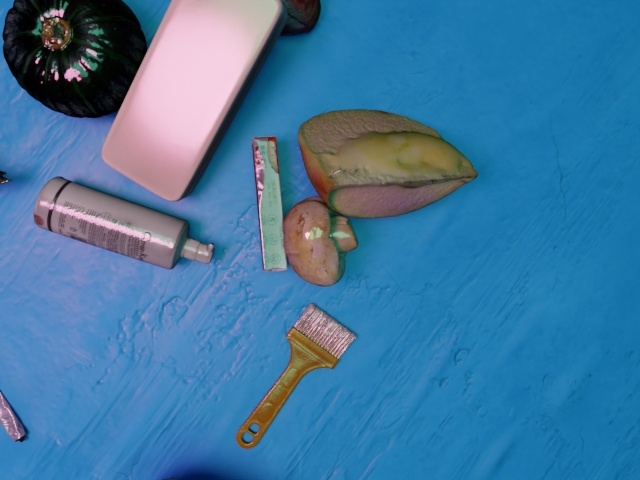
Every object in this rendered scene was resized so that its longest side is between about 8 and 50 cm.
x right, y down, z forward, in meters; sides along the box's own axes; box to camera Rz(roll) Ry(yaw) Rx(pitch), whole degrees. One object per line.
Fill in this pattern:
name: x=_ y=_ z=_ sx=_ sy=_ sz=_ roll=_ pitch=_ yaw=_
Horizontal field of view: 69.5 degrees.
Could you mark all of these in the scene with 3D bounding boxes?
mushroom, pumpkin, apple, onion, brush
mushroom: x=0.000 y=0.000 z=0.732 sx=0.112 sy=0.148 sz=0.148 roll=-18 pitch=94 yaw=10
pumpkin: x=-0.358 y=-0.282 z=0.677 sx=0.201 sy=0.140 sz=0.202 roll=0 pitch=88 yaw=-2
apple: x=0.087 y=-0.127 z=0.744 sx=0.264 sy=0.120 sz=0.193 roll=-6 pitch=52 yaw=-21
onion: x=-0.096 y=-0.414 z=0.725 sx=0.205 sy=0.098 sz=0.151 roll=6 pitch=93 yaw=-6
brush: x=-0.056 y=0.245 z=0.796 sx=0.103 sy=0.013 sz=0.272 roll=36 pitch=88 yaw=-6

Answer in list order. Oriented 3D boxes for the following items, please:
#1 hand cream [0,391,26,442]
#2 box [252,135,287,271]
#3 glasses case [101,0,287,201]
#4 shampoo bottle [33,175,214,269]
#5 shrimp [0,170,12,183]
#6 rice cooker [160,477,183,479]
hand cream: x=-0.507 y=0.287 z=0.747 sx=0.030 sy=0.019 sz=0.093 roll=-34 pitch=89 yaw=-2
box: x=-0.085 y=-0.059 z=0.761 sx=0.039 sy=0.055 sz=0.218 roll=-5 pitch=93 yaw=-8
glasses case: x=-0.189 y=-0.231 z=0.689 sx=0.143 sy=0.076 sz=0.337 roll=32 pitch=104 yaw=-8
shampoo bottle: x=-0.296 y=-0.017 z=0.723 sx=0.262 sy=0.085 sz=0.085 roll=19 pitch=90 yaw=-8
shrimp: x=-0.656 y=-0.001 z=0.667 sx=0.444 sy=0.085 sz=0.272 roll=-21 pitch=110 yaw=-3
rice cooker: x=-0.173 y=0.539 z=0.634 sx=0.325 sy=0.335 sz=0.335 roll=30 pitch=89 yaw=-3
